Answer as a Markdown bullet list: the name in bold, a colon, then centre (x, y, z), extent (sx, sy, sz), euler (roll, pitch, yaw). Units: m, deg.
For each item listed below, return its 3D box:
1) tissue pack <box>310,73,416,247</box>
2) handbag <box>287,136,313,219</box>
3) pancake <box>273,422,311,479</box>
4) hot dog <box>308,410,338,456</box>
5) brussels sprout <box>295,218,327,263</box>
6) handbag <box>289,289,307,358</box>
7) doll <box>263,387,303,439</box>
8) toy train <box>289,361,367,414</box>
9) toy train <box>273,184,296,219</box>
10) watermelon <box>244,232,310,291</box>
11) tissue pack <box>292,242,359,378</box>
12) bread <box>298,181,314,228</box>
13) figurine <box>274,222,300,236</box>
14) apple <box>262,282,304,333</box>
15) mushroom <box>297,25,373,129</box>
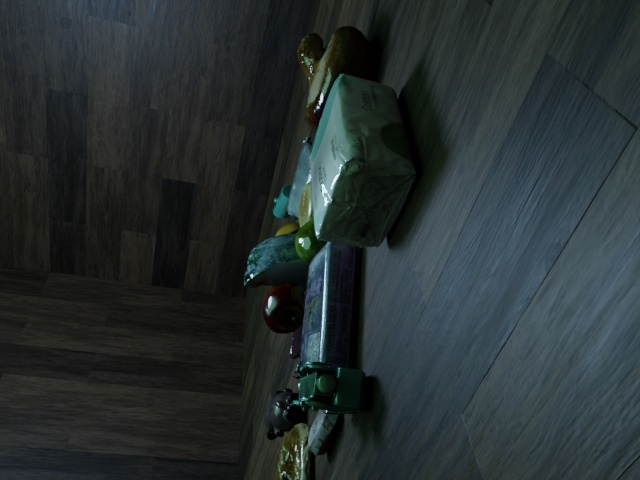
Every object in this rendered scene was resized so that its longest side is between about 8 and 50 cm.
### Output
- **tissue pack**: centre (0.089, -0.198, 1.411), extent (0.356, 0.194, 0.266), euler (-93, 18, -45)
- **handbag**: centre (-0.050, -0.232, 2.276), extent (0.192, 0.075, 0.332), euler (34, 116, 54)
- **pancake**: centre (-0.086, 0.773, 1.841), extent (0.356, 0.065, 0.356), euler (-172, 90, -74)
- **hot dog**: centre (0.011, 0.515, 1.590), extent (0.108, 0.059, 0.191), euler (-94, 18, -53)
- **brussels sprout**: centre (-0.005, -0.002, 1.827), extent (0.161, 0.144, 0.181), euler (-67, 12, -8)
- **handbag**: centre (-0.040, 0.291, 1.960), extent (0.216, 0.074, 0.203), euler (121, 155, -57)
- **doll**: centre (-0.130, 0.606, 2.037), extent (0.257, 0.117, 0.182), euler (123, 164, -58)
- **toy train**: centre (0.022, 0.360, 1.391), extent (0.203, 0.163, 0.112), euler (133, 146, -67)
- **toy train**: centre (-0.123, -0.166, 2.490), extent (0.248, 0.159, 0.101), euler (126, 146, -62)
- **watermelon**: centre (-0.122, 0.084, 2.010), extent (0.289, 0.320, 0.213), euler (-131, 20, -61)
- **tissue pack**: centre (0.021, 0.206, 1.637), extent (0.259, 0.122, 0.361), euler (128, 150, -64)
- **bread**: centre (-0.016, -0.113, 2.062), extent (0.213, 0.105, 0.213), euler (-172, 90, -75)
- **figurine**: centre (-0.099, 0.050, 2.191), extent (0.192, 0.167, 0.256), euler (128, 149, -45)
- **apple**: centre (-0.118, 0.215, 1.884), extent (0.158, 0.147, 0.156), euler (-108, 10, -66)
- **mushroom**: centre (0.052, -0.508, 1.835), extent (0.345, 0.239, 0.345), euler (-6, -90, -86)
